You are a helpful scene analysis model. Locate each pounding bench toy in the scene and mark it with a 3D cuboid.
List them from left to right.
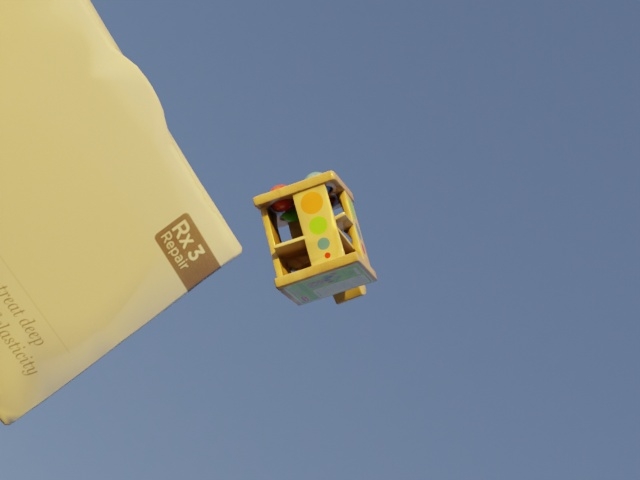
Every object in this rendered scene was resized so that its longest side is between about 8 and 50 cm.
[{"bbox_3d":[0.000,0.000,0.923,0.052,0.083,0.065,-19,-109,10],"label":"pounding bench toy"}]

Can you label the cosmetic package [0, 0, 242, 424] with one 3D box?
[{"bbox_3d":[-0.218,-0.088,0.840,0.217,0.156,0.385,60,-12,-29],"label":"cosmetic package"}]
